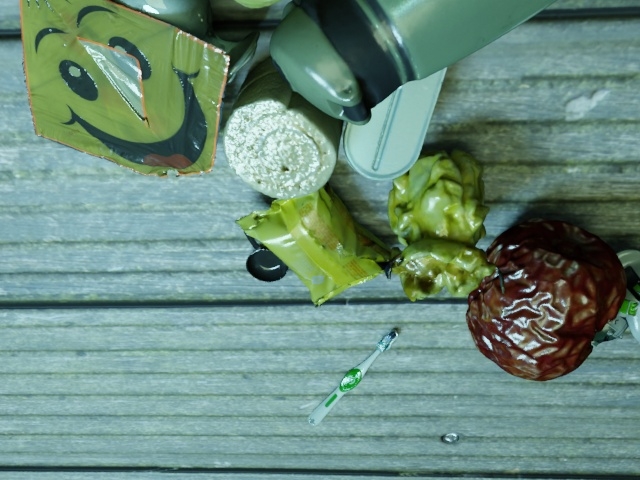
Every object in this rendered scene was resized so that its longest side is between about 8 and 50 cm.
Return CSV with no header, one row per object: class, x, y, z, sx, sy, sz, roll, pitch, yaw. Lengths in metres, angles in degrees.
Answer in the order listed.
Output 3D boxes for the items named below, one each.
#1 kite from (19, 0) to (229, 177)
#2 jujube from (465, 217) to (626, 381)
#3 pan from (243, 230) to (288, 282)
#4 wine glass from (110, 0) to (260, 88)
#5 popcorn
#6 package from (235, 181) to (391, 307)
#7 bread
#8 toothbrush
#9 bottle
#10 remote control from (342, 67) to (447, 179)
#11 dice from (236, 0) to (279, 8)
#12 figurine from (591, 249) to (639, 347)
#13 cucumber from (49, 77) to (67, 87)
kite,-0.268,-0.199,0.854,0.378,0.013,0.327,-7,134,33
jujube,0.316,0.090,0.984,0.213,0.212,0.232,8,128,-2
pan,-0.093,0.019,1.070,0.069,0.023,0.115,-14,128,14
wine glass,-0.182,-0.282,0.798,0.222,0.103,0.103,38,120,-23
popcorn,0.167,-0.026,0.914,0.174,0.195,0.168,17,134,-3
package,0.000,0.000,1.011,0.168,0.090,0.226,-30,123,20
bread,-0.045,-0.147,0.871,0.134,0.141,0.148,-30,119,28
toothbrush,0.055,0.261,1.247,0.030,0.030,0.304,25,127,-15
bottle,0.109,-0.259,0.708,0.347,0.168,0.168,-33,120,6
remote control,0.098,-0.195,0.849,0.104,0.052,0.247,17,113,1
dice,-0.049,-0.357,0.692,0.170,0.169,0.166,-26,121,20
figurine,0.474,0.089,1.035,0.147,0.126,0.192,24,115,-34
cucumber,-0.284,-0.236,0.880,0.168,0.039,0.039,-15,125,20
